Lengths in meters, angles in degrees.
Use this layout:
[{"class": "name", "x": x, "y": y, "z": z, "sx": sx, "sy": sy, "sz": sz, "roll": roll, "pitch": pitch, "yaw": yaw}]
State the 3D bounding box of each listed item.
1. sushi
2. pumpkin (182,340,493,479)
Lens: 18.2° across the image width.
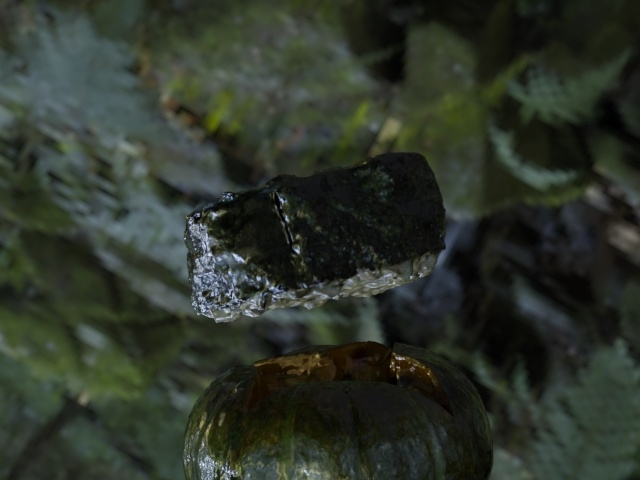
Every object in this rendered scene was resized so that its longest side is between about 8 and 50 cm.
[{"class": "sushi", "x": 0.000, "y": 0.000, "z": 2.562, "sx": 0.350, "sy": 0.171, "sz": 0.211, "roll": -12, "pitch": 171, "yaw": -22}, {"class": "pumpkin", "x": 0.012, "y": 0.164, "z": 1.499, "sx": 0.238, "sy": 0.159, "sz": 0.238, "roll": -5, "pitch": -175, "yaw": 0}]
